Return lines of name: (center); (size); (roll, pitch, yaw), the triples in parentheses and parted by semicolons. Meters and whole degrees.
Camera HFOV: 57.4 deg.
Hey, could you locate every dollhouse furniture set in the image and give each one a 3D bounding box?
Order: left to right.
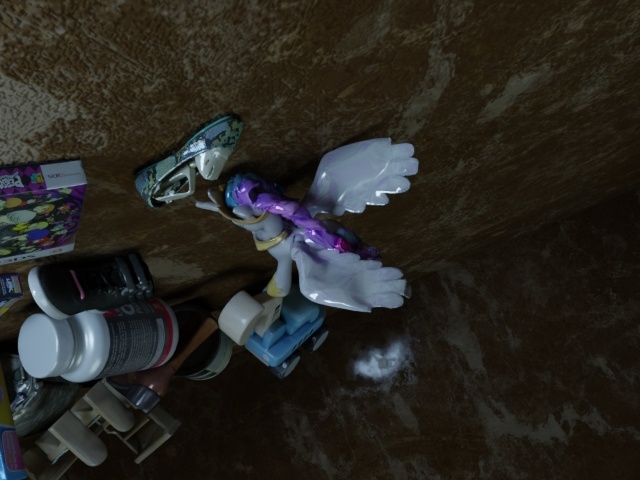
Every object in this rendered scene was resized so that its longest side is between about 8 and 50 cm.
dollhouse furniture set: (-0.601, 0.563, 1.567); (0.362, 0.256, 0.394); (-43, -175, 23)

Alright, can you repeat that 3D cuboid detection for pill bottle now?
pill bottle: (-0.487, 0.217, 1.303); (0.176, 0.176, 0.318); (-28, 165, 25)

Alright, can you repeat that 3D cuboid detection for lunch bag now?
lunch bag: (-0.771, 0.383, 1.449); (0.256, 0.212, 0.305); (-23, 165, -5)

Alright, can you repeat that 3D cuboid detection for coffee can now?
coffee can: (-0.378, 0.309, 1.744); (0.202, 0.201, 0.275); (-20, 166, -6)

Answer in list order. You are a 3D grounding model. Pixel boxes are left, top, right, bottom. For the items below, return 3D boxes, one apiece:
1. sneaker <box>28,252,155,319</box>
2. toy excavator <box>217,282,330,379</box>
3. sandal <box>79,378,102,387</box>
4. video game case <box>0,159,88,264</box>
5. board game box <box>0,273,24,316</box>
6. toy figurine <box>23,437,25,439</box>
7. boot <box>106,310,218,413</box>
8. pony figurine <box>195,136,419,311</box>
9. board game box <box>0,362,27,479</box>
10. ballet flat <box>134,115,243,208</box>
sneaker: (-0.398, 0.070, 1.060); (0.147, 0.104, 0.296); (-23, 172, 1)
toy excavator: (-0.141, 0.222, 1.724); (0.433, 0.222, 0.445); (-38, 156, -39)
sandal: (-0.762, 0.418, 1.787); (0.446, 0.107, 0.167); (-24, 165, 11)
video game case: (-0.430, -0.024, 0.773); (0.210, 0.041, 0.232); (-14, 164, -32)
board game box: (-0.617, 0.114, 1.002); (0.170, 0.048, 0.141); (-31, 165, 33)
toy figurine: (-1.025, 0.505, 1.598); (0.217, 0.191, 0.363); (-25, 165, 34)
boot: (-0.417, 0.290, 1.528); (0.280, 0.096, 0.264); (-54, -157, -22)
pony figurine: (0.000, 0.000, 1.033); (0.351, 0.302, 0.363); (1, 156, 15)
board game box: (-0.787, 0.397, 1.255); (0.242, 0.316, 0.064); (-23, 166, 5)
ballet flat: (-0.175, -0.100, 0.811); (0.188, 0.070, 0.070); (-28, 164, 24)
